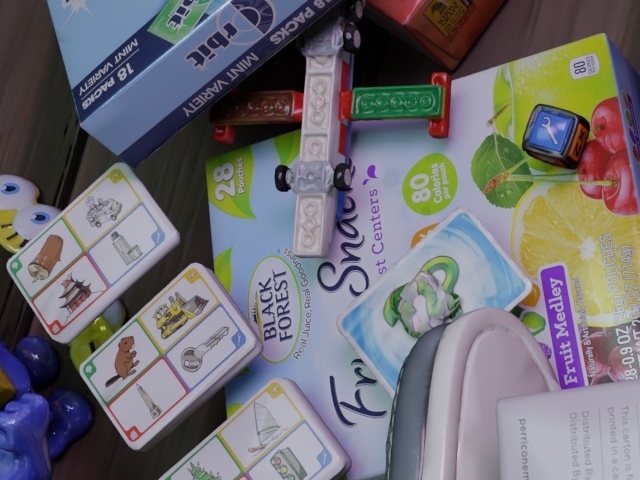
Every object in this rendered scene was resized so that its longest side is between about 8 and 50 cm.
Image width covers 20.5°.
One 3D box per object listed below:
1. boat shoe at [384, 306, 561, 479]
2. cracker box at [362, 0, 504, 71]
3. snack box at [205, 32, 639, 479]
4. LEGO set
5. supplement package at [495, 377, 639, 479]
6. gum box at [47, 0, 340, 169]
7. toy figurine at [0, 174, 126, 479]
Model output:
[{"bbox_3d":[0.044,0.187,0.699,0.099,0.116,0.320,-2,91,39],"label":"boat shoe"},{"bbox_3d":[0.020,-0.211,0.899,0.232,0.067,0.156,37,92,32],"label":"cracker box"},{"bbox_3d":[0.056,0.023,0.799,0.207,0.070,0.175,-17,66,23],"label":"snack box"},{"bbox_3d":[0.000,0.000,0.781,0.244,0.060,0.182,-43,67,10],"label":"LEGO set"},{"bbox_3d":[0.230,0.135,0.607,0.292,0.177,0.175,-10,68,24],"label":"supplement package"},{"bbox_3d":[-0.058,-0.144,0.823,0.157,0.041,0.184,-37,42,14],"label":"gum box"},{"bbox_3d":[-0.194,0.094,0.817,0.191,0.217,0.362,-43,59,8],"label":"toy figurine"}]
